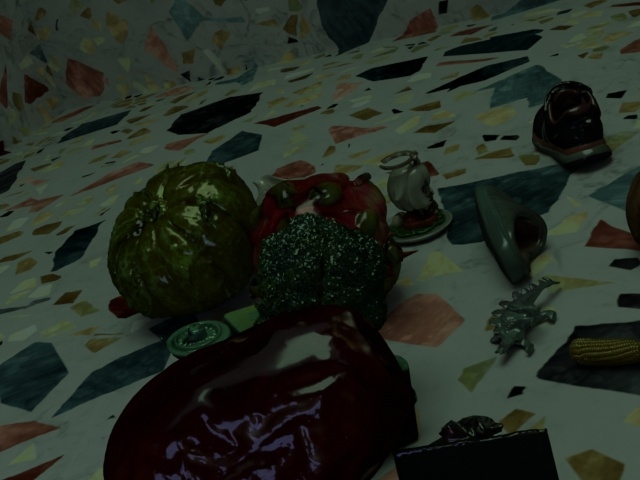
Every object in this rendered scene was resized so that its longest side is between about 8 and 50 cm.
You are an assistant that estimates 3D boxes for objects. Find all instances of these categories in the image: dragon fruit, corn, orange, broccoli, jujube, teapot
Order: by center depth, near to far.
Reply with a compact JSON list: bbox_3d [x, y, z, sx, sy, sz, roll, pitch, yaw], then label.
[{"bbox_3d":[-0.065,0.199,0.998,0.318,0.223,0.223,-36,19,11],"label":"jujube"},{"bbox_3d":[0.357,0.138,1.243,0.092,0.037,0.037,-6,25,32],"label":"corn"},{"bbox_3d":[-0.004,0.060,1.246,0.195,0.195,0.156,-44,-7,-47],"label":"broccoli"},{"bbox_3d":[-0.001,0.012,1.586,0.231,0.237,0.302,-5,4,-25],"label":"dragon fruit"},{"bbox_3d":[-0.236,0.012,1.759,0.301,0.223,0.300,-35,36,8],"label":"orange"},{"bbox_3d":[-0.053,-0.074,2.003,0.145,0.092,0.226,-37,29,-32],"label":"teapot"}]

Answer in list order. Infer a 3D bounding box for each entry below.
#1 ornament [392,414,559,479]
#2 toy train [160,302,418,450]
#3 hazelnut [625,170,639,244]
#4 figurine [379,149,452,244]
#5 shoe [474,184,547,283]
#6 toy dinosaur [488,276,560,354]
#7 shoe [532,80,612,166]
[{"bbox_3d":[0.176,0.239,1.043,0.153,0.166,0.196,-11,8,14],"label":"ornament"},{"bbox_3d":[-0.046,0.193,1.291,0.253,0.160,0.397,-17,21,-20],"label":"toy train"},{"bbox_3d":[0.517,-0.049,1.438,0.150,0.150,0.150,-16,22,7],"label":"hazelnut"},{"bbox_3d":[0.154,-0.085,1.777,0.132,0.154,0.132,-16,22,7],"label":"figurine"},{"bbox_3d":[0.307,-0.022,1.585,0.100,0.103,0.251,-16,27,8],"label":"shoe"},{"bbox_3d":[0.283,0.100,1.390,0.082,0.039,0.209,-1,27,40],"label":"toy dinosaur"},{"bbox_3d":[0.467,-0.238,1.915,0.114,0.137,0.291,-17,21,2],"label":"shoe"}]
